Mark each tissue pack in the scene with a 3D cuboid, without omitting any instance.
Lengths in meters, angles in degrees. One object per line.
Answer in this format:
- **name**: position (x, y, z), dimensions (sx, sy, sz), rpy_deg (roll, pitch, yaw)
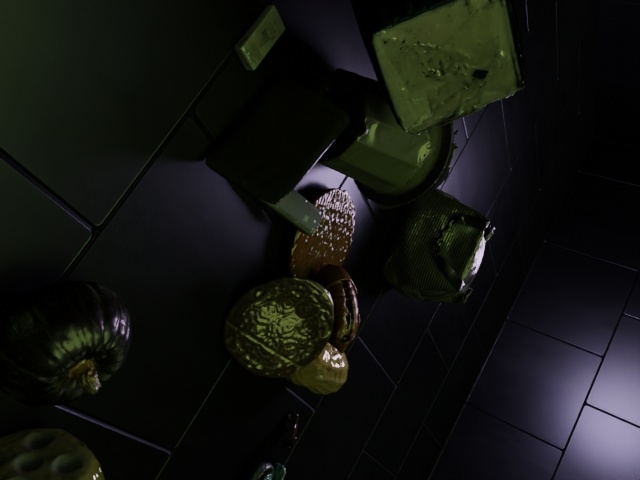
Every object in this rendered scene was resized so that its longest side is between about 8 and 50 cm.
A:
- **tissue pack**: position (0.190, -0.439, 1.102), dimensions (0.264, 0.253, 0.417), rpy_deg (50, 25, -52)
- **tissue pack**: position (-0.105, -0.356, 1.081), dimensions (0.108, 0.023, 0.056), rpy_deg (-59, 147, -18)

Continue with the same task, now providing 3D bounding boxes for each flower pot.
- **flower pot**: position (0.104, -0.226, 1.270), dimensions (0.259, 0.290, 0.291), rpy_deg (12, 98, -48)

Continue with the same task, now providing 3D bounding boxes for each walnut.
- **walnut**: position (0.035, 0.156, 1.415), dimensions (0.115, 0.115, 0.207), rpy_deg (5, 77, -58)

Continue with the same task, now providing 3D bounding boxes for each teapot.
- **teapot**: position (-0.083, 0.498, 1.605), dimensions (0.068, 0.045, 0.101), rpy_deg (83, 16, -74)

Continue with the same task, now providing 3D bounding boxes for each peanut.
- **peanut**: position (-0.025, 0.284, 1.488), dimensions (0.147, 0.146, 0.305), rpy_deg (-62, 146, -11)

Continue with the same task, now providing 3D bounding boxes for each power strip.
- **power strip**: position (-0.066, -0.077, 1.266), dimensions (0.252, 0.027, 0.060), rpy_deg (37, 75, -47)

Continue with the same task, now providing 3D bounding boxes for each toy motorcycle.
- **toy motorcycle**: position (-0.176, 0.692, 1.517), dimensions (0.297, 0.109, 0.198), rpy_deg (-63, 151, -8)

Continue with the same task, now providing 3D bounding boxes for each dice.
- **dice**: position (-0.425, 0.390, 0.888), dimensions (0.169, 0.169, 0.166), rpy_deg (-14, 120, -54)

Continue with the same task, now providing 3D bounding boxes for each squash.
- **squash**: position (-0.361, 0.144, 0.862), dimensions (0.193, 0.156, 0.193), rpy_deg (-15, 123, -24)

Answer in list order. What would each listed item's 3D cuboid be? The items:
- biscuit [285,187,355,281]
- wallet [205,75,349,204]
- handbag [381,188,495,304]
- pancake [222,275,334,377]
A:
- **biscuit**: position (0.000, -0.001, 1.442), dimensions (0.262, 0.037, 0.262), rpy_deg (-33, 134, -44)
- **wallet**: position (-0.076, -0.180, 1.107), dimensions (0.245, 0.168, 0.052), rpy_deg (-52, 167, -25)
- **handbag**: position (0.360, 0.025, 1.828), dimensions (0.341, 0.240, 0.247), rpy_deg (-67, 153, -5)
- **pancake**: position (-0.080, 0.184, 1.312), dimensions (0.249, 0.031, 0.250), rpy_deg (-7, 112, -19)
